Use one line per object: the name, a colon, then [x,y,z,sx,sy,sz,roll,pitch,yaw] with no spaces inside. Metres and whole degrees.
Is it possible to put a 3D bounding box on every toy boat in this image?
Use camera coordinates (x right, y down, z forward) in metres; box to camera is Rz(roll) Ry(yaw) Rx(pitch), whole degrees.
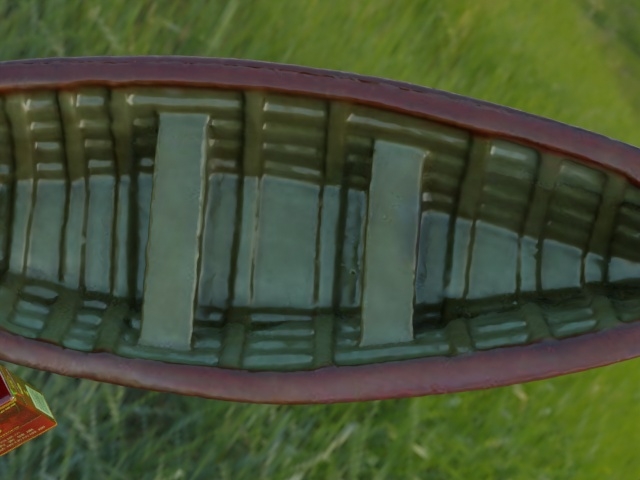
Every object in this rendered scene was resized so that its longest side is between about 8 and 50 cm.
toy boat: [0.000,0.000,0.635,0.392,0.136,0.079,4,-9,0]

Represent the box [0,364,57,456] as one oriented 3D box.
box: [-0.168,0.089,0.790,0.023,0.051,0.082,60,-3,16]
